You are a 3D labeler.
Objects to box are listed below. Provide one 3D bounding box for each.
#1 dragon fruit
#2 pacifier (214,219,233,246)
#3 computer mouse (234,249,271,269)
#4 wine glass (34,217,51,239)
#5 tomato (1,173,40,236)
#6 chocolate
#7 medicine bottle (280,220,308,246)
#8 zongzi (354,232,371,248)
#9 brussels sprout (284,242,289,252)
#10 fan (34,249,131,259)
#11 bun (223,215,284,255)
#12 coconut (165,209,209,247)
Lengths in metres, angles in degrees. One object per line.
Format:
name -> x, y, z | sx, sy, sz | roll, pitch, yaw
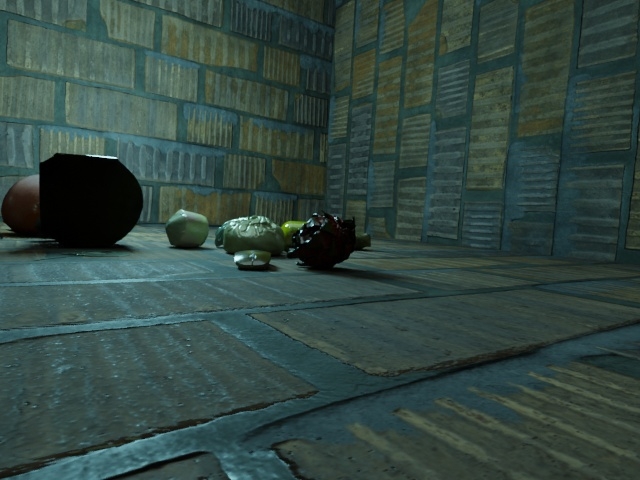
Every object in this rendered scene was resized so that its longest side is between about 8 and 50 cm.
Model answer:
dragon fruit -> 0.009, 0.001, 1.282 | 0.189, 0.182, 0.182 | 13, 4, 4
pacifier -> -0.369, -0.016, 1.806 | 0.116, 0.127, 0.150 | 30, 5, 18
computer mouse -> -0.192, 0.051, 1.234 | 0.102, 0.045, 0.199 | 0, 3, -6
wine glass -> -0.984, -0.049, 1.688 | 0.103, 0.103, 0.222 | 4, 2, 18
tomato -> -1.177, -0.158, 1.877 | 0.341, 0.272, 0.341 | 4, 3, 0
chocolate -> -0.838, -0.125, 1.569 | 0.326, 0.314, 0.297 | -4, -2, -39
medicine bottle -> -0.141, -0.030, 2.002 | 0.212, 0.122, 0.122 | 3, 3, -7
zongzi -> 0.142, 0.008, 2.106 | 0.160, 0.078, 0.176 | 2, -6, -21
brussels sprout -> -0.162, 0.023, 1.694 | 0.083, 0.051, 0.046 | 3, 30, 8
fan -> -0.690, 0.038, 1.253 | 0.191, 0.009, 0.329 | 5, 3, 12
bun -> -0.244, -0.020, 1.588 | 0.229, 0.145, 0.229 | 6, 1, 0
coconut -> -0.529, -0.044, 1.700 | 0.153, 0.147, 0.147 | 9, -2, -44
